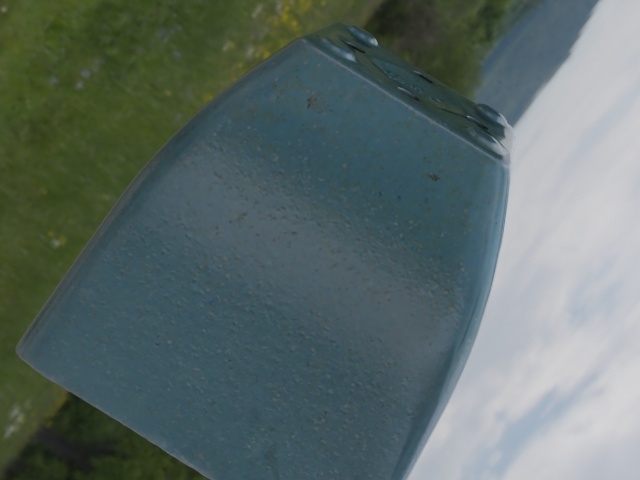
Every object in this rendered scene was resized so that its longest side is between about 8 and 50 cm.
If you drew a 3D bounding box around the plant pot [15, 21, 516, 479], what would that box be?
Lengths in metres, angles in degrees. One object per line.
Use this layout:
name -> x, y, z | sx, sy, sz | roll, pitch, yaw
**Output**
plant pot -> 0.000, 0.000, 0.779 | 0.252, 0.247, 0.248 | -59, 179, 17
